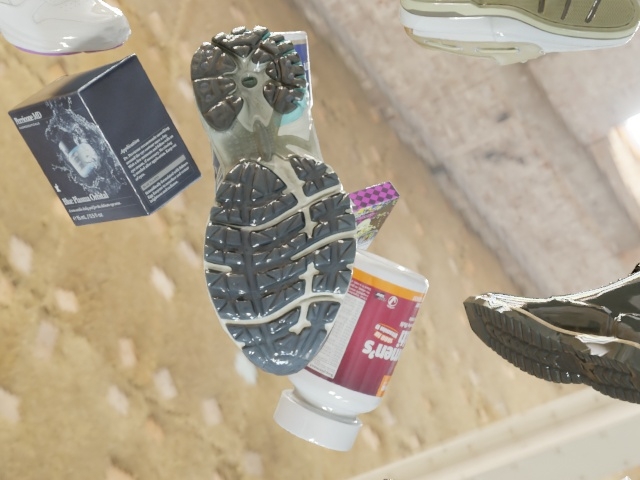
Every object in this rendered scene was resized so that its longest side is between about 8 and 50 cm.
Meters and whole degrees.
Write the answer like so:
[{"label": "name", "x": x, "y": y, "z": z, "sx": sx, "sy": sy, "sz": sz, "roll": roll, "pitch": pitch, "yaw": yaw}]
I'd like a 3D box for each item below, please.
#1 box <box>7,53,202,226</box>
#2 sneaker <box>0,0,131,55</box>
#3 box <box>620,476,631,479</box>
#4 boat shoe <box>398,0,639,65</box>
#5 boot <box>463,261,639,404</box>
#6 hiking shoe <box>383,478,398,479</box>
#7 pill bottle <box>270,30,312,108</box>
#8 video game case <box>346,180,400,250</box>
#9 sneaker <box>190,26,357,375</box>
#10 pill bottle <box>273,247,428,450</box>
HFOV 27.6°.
[{"label": "box", "x": -0.241, "y": -0.108, "z": 1.450, "sx": 0.093, "sy": 0.156, "sz": 0.158, "roll": -41, "pitch": -68, "yaw": -36}, {"label": "sneaker", "x": -0.365, "y": -0.323, "z": 1.579, "sx": 0.305, "sy": 0.152, "sz": 0.114, "roll": 25, "pitch": -148, "yaw": 12}, {"label": "box", "x": 0.504, "y": 0.512, "z": 2.075, "sx": 0.182, "sy": 0.119, "sz": 0.181, "roll": 49, "pitch": -162, "yaw": -14}, {"label": "boat shoe", "x": 0.249, "y": -0.283, "z": 1.645, "sx": 0.103, "sy": 0.302, "sz": 0.113, "roll": 80, "pitch": -154, "yaw": -55}, {"label": "boot", "x": 0.237, "y": 0.056, "z": 1.123, "sx": 0.137, "sy": 0.198, "sz": 0.076, "roll": -48, "pitch": -42, "yaw": -25}, {"label": "hiking shoe", "x": 0.107, "y": 0.353, "z": 1.582, "sx": 0.227, "sy": 0.086, "sz": 0.114, "roll": 83, "pitch": -166, "yaw": -82}, {"label": "pill bottle", "x": -0.062, "y": -0.253, "z": 2.116, "sx": 0.094, "sy": 0.094, "sz": 0.169, "roll": -30, "pitch": -62, "yaw": -66}, {"label": "video game case", "x": 0.000, "y": 0.000, "z": 2.195, "sx": 0.232, "sy": 0.210, "sz": 0.041, "roll": -18, "pitch": -115, "yaw": -33}, {"label": "sneaker", "x": -0.029, "y": -0.021, "z": 0.979, "sx": 0.122, "sy": 0.110, "sz": 0.283, "roll": 79, "pitch": -176, "yaw": -59}, {"label": "pill bottle", "x": 0.032, "y": 0.125, "z": 1.523, "sx": 0.121, "sy": 0.121, "sz": 0.221, "roll": 14, "pitch": -81, "yaw": -60}]
